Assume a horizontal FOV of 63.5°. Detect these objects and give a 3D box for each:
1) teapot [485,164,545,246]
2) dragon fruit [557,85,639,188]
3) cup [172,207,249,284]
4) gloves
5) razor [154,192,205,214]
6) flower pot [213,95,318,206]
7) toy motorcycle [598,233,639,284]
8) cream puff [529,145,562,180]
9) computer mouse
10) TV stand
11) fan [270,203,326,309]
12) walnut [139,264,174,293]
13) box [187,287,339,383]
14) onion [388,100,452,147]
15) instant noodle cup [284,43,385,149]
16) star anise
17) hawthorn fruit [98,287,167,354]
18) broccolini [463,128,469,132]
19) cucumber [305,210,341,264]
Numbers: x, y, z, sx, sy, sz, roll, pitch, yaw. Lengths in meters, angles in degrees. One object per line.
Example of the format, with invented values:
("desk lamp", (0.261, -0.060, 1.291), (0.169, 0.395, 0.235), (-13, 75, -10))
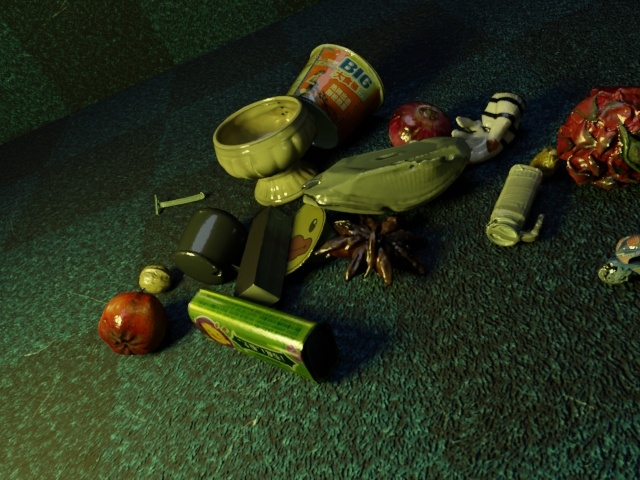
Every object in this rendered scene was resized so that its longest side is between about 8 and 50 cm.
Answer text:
("teapot", (0.442, -0.071, 1.136), (0.107, 0.077, 0.200), (21, 55, 20))
("dragon fruit", (0.627, -0.223, 1.126), (0.234, 0.233, 0.293), (-17, 8, 12))
("cup", (-0.266, 0.026, 1.366), (0.223, 0.169, 0.176), (21, 57, 8))
("gloves", (0.438, -0.283, 1.356), (0.140, 0.131, 0.218), (34, 94, 39))
("razor", (-0.473, -0.134, 1.751), (0.191, 0.037, 0.068), (-9, 83, 15))
("flower pot", (-0.141, -0.260, 1.543), (0.308, 0.244, 0.307), (-14, 39, 12))
("toy motorcycle", (0.594, 0.031, 0.893), (0.205, 0.114, 0.076), (-7, 41, 24))
("cream puff", (0.531, -0.179, 1.209), (0.083, 0.058, 0.083), (-134, 62, -66))
("computer mouse", (0.168, -0.143, 1.279), (0.430, 0.145, 0.228), (-14, 23, 0))
("TV stand", (-0.139, 0.040, 1.288), (0.088, 0.083, 0.269), (-38, 31, 36))
("fan", (-0.072, 0.033, 1.285), (0.230, 0.011, 0.334), (-21, 45, 49))
("walnut", (-0.452, 0.106, 1.426), (0.092, 0.092, 0.092), (-16, 39, 13))
("box", (-0.126, 0.192, 1.101), (0.346, 0.134, 0.097), (10, 49, 38))
("onion", (0.276, -0.301, 1.434), (0.178, 0.153, 0.177), (-1, 33, 1))
("instant noodle cup", (0.028, -0.440, 1.643), (0.297, 0.296, 0.214), (17, 63, 41))
("star anise", (0.121, -0.005, 1.169), (0.272, 0.102, 0.271), (1, 43, -1))
("hawthorn fruit", (-0.454, 0.188, 1.275), (0.157, 0.156, 0.193), (-20, 36, 8))
("broccolini", (0.382, -0.247, 1.408), (0.044, 0.042, 0.218), (10, 57, 36))
("cucumber", (0.000, 0.000, 1.308), (0.116, 0.062, 0.115), (-41, 35, 9))
